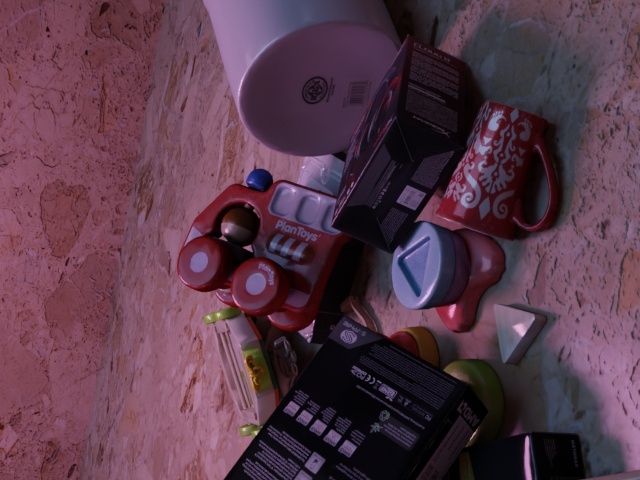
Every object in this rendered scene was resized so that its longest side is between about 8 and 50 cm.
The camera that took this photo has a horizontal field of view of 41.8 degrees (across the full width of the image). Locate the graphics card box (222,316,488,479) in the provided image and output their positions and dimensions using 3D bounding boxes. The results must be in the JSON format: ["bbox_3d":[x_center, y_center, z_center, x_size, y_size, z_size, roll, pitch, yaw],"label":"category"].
[{"bbox_3d":[0.018,0.302,1.090,0.233,0.094,0.371,24,73,43],"label":"graphics card box"}]

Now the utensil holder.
[{"bbox_3d":[-0.039,-0.391,1.530,0.327,0.327,0.385,-56,37,39],"label":"utensil holder"}]

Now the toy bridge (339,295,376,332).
[{"bbox_3d":[0.075,0.177,1.454,0.063,0.026,0.188,-51,40,42],"label":"toy bridge"}]

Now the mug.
[{"bbox_3d":[0.254,-0.091,1.142,0.113,0.150,0.169,-23,-49,-79],"label":"mug"}]

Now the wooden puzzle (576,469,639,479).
[{"bbox_3d":[0.256,0.410,0.842,0.348,0.080,0.322,-22,62,31],"label":"wooden puzzle"}]

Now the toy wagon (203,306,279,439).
[{"bbox_3d":[-0.147,0.262,1.677,0.344,0.068,0.267,154,99,-70],"label":"toy wagon"}]

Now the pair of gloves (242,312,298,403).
[{"bbox_3d":[-0.107,0.211,1.696,0.204,0.042,0.240,118,139,-57],"label":"pair of gloves"}]

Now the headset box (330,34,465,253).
[{"bbox_3d":[0.124,-0.159,1.288,0.293,0.110,0.218,-77,14,-50],"label":"headset box"}]

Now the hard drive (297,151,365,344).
[{"bbox_3d":[0.000,0.000,1.615,0.237,0.064,0.339,41,117,58],"label":"hard drive"}]

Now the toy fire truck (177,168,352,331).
[{"bbox_3d":[-0.099,0.006,1.504,0.302,0.169,0.254,20,82,29],"label":"toy fire truck"}]

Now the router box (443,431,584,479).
[{"bbox_3d":[0.226,0.409,1.030,0.243,0.081,0.309,-35,52,54],"label":"router box"}]

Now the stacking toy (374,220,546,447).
[{"bbox_3d":[0.155,0.139,1.200,0.279,0.130,0.309,51,127,56],"label":"stacking toy"}]
